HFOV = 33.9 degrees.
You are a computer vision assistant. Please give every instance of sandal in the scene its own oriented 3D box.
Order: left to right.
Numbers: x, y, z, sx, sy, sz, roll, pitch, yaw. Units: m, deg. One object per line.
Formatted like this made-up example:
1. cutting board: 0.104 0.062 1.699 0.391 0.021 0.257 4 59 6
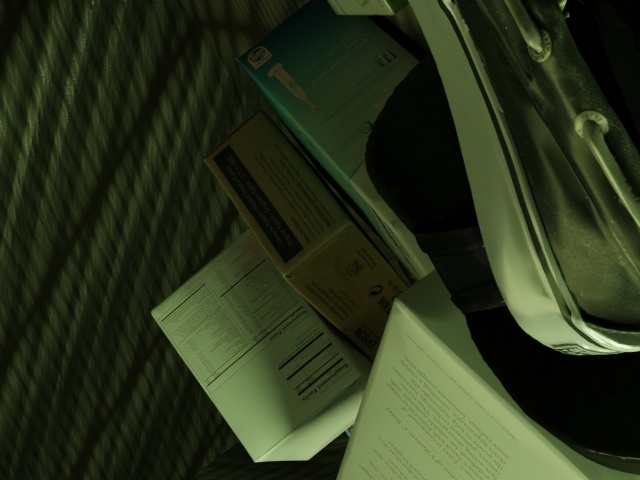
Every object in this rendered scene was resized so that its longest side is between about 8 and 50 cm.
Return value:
1. sandal: 0.108 -0.022 0.593 0.107 0.167 0.446 32 -172 -28

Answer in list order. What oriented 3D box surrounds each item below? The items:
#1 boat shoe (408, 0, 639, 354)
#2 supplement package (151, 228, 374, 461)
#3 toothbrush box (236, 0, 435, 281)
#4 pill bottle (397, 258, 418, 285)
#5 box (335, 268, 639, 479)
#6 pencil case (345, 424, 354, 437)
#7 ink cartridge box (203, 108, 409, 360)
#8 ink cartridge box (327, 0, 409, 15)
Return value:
1. boat shoe: 0.089 -0.107 0.397 0.105 0.113 0.306 -20 82 55
2. supplement package: -0.046 0.124 1.183 0.203 0.149 0.194 52 -174 19
3. toothbrush box: 0.076 -0.078 1.011 0.295 0.126 0.216 51 180 42
4. pill bottle: 0.186 0.065 1.154 0.216 0.121 0.121 53 177 -27
5. box: 0.159 0.176 0.883 0.215 0.168 0.345 43 147 23
6. pencil case: 0.142 0.148 1.366 0.133 0.306 0.119 -24 113 46
7. ink cartridge box: 0.000 0.000 1.115 0.193 0.088 0.234 52 -176 39
8. ink cartridge box: 0.029 -0.212 0.707 0.109 0.062 0.209 54 177 -18
